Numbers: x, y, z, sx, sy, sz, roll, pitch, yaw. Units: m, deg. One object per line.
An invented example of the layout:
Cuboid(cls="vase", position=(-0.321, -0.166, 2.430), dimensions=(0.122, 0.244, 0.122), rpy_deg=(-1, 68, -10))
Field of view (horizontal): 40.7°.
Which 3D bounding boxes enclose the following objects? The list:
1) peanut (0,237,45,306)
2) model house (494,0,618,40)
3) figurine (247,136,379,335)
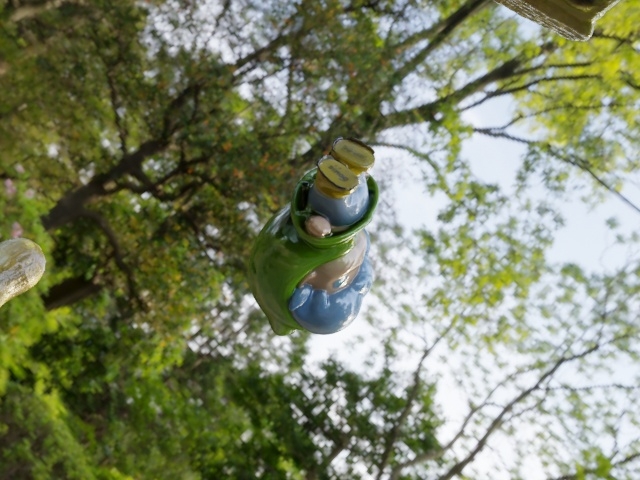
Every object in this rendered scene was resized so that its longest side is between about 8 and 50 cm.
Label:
Cuboid(cls="peanut", position=(-0.488, 0.067, 1.253), dimensions=(0.087, 0.207, 0.087), rpy_deg=(20, -48, 24))
Cuboid(cls="model house", position=(0.294, -0.363, 1.062), dimensions=(0.193, 0.175, 0.234), rpy_deg=(27, -14, -3))
Cuboid(cls="figurine", position=(0.000, 0.000, 0.967), dimensions=(0.143, 0.162, 0.263), rpy_deg=(23, -42, 6))
